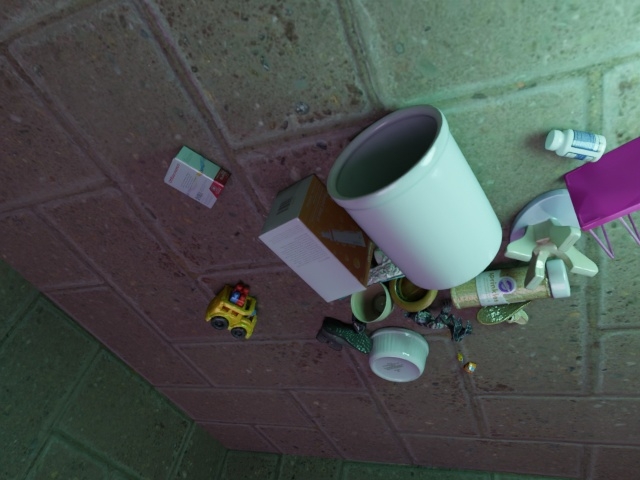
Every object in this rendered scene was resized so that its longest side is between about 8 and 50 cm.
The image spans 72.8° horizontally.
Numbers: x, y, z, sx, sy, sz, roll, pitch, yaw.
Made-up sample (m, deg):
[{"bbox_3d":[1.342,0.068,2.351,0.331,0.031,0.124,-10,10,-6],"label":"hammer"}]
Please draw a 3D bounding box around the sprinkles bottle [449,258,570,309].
[{"bbox_3d":[0.616,0.150,1.435,0.355,0.121,0.121,-13,129,28],"label":"sprinkles bottle"}]

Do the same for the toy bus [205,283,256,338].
[{"bbox_3d":[-0.351,0.289,1.870,0.220,0.149,0.211,31,119,-18],"label":"toy bus"}]

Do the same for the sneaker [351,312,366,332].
[{"bbox_3d":[0.159,0.324,1.781,0.067,0.078,0.188,9,137,8],"label":"sneaker"}]

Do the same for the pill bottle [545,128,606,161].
[{"bbox_3d":[0.628,-0.238,1.075,0.120,0.067,0.067,13,137,4],"label":"pill bottle"}]

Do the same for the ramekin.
[{"bbox_3d":[0.330,0.503,1.877,0.272,0.127,0.273,9,137,8],"label":"ramekin"}]

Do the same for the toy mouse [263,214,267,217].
[{"bbox_3d":[-0.104,-0.027,1.483,0.031,0.143,0.161,-49,142,3],"label":"toy mouse"}]

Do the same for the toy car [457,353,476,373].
[{"bbox_3d":[0.625,0.543,1.892,0.122,0.041,0.060,33,134,-18],"label":"toy car"}]

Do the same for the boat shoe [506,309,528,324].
[{"bbox_3d":[0.688,0.269,1.580,0.170,0.059,0.063,31,135,-14],"label":"boat shoe"}]

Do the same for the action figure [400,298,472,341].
[{"bbox_3d":[0.423,0.267,1.602,0.164,0.141,0.275,16,-175,-38],"label":"action figure"}]

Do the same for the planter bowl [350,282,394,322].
[{"bbox_3d":[0.210,0.233,1.635,0.162,0.162,0.109,-23,151,34],"label":"planter bowl"}]

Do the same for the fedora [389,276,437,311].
[{"bbox_3d":[0.339,0.159,1.534,0.194,0.195,0.079,-28,158,37],"label":"fedora"}]

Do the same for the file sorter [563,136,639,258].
[{"bbox_3d":[0.800,-0.115,1.056,0.182,0.202,0.290,37,133,-25],"label":"file sorter"}]

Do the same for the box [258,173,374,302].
[{"bbox_3d":[0.000,0.000,1.398,0.168,0.215,0.345,-23,125,34],"label":"box"}]

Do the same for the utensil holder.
[{"bbox_3d":[0.259,-0.098,1.146,0.327,0.328,0.385,-21,126,33],"label":"utensil holder"}]

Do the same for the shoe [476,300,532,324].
[{"bbox_3d":[0.639,0.237,1.506,0.218,0.077,0.058,-24,156,-4],"label":"shoe"}]

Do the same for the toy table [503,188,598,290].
[{"bbox_3d":[0.653,0.007,1.252,0.252,0.161,0.274,6,137,11],"label":"toy table"}]

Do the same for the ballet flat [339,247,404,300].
[{"bbox_3d":[0.183,0.100,1.513,0.408,0.147,0.147,-24,124,34],"label":"ballet flat"}]

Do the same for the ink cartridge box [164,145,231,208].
[{"bbox_3d":[-0.400,-0.205,1.414,0.175,0.072,0.127,31,135,-15],"label":"ink cartridge box"}]

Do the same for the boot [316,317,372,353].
[{"bbox_3d":[0.104,0.440,1.910,0.246,0.083,0.161,28,142,12],"label":"boot"}]
